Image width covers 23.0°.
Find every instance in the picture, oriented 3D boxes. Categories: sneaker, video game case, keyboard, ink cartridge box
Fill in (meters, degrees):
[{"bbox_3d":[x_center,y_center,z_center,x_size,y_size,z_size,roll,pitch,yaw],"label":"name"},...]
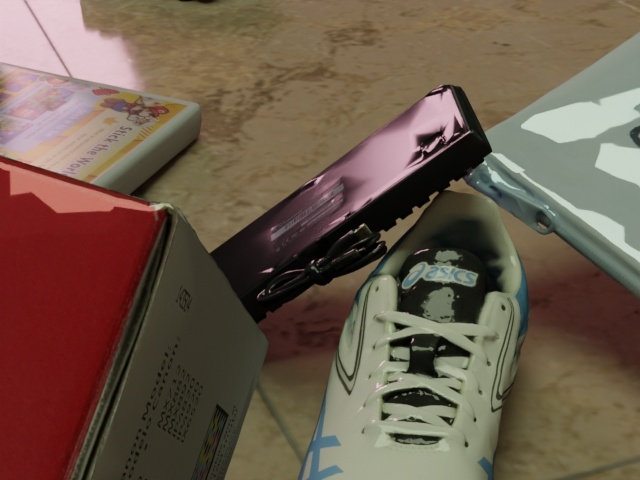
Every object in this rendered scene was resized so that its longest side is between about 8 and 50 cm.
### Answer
[{"bbox_3d":[0.040,0.058,0.646,0.085,0.086,0.237,5,31,9],"label":"sneaker"},{"bbox_3d":[-0.206,-0.050,0.888,0.206,0.026,0.227,13,27,16],"label":"video game case"},{"bbox_3d":[0.000,0.000,0.724,0.180,0.023,0.108,-36,21,12],"label":"keyboard"},{"bbox_3d":[-0.192,0.019,0.479,0.309,0.130,0.272,17,-11,8],"label":"ink cartridge box"}]

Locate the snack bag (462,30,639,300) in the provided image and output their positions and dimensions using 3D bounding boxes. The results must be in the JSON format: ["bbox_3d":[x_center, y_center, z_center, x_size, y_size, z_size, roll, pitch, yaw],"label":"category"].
[{"bbox_3d":[0.288,-0.032,0.727,0.342,0.037,0.323,-34,54,-20],"label":"snack bag"}]
